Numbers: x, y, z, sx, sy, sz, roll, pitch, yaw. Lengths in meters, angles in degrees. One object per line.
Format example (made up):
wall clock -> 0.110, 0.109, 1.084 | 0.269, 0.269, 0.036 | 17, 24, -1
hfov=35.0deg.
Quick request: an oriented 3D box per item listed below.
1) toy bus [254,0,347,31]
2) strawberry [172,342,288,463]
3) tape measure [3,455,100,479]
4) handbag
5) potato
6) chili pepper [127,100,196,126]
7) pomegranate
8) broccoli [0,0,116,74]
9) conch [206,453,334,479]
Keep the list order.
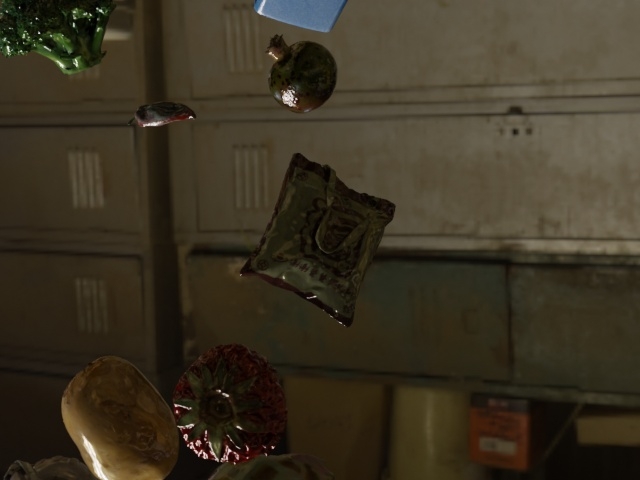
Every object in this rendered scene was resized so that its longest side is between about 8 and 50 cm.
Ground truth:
toy bus -> 0.008, -0.364, 1.165 | 0.116, 0.134, 0.234 | 12, 143, -18
strawberry -> -0.136, 0.275, 1.751 | 0.205, 0.205, 0.244 | 1, 177, 16
tape measure -> -0.543, 0.552, 2.103 | 0.197, 0.236, 0.120 | -17, -179, -2
handbag -> 0.000, 0.000, 1.691 | 0.213, 0.235, 0.127 | 27, 160, -13
potato -> -0.239, 0.220, 1.214 | 0.118, 0.178, 0.109 | -34, -157, -13
chili pepper -> -0.304, -0.241, 1.932 | 0.153, 0.050, 0.041 | -2, 171, 32
pomegranate -> -0.035, -0.273, 1.677 | 0.130, 0.130, 0.130 | -1, -174, 0
broccoli -> -0.504, -0.438, 1.961 | 0.269, 0.242, 0.261 | -26, -151, -14
conch -> -0.150, 0.590, 2.164 | 0.249, 0.368, 0.197 | 46, -164, 16
